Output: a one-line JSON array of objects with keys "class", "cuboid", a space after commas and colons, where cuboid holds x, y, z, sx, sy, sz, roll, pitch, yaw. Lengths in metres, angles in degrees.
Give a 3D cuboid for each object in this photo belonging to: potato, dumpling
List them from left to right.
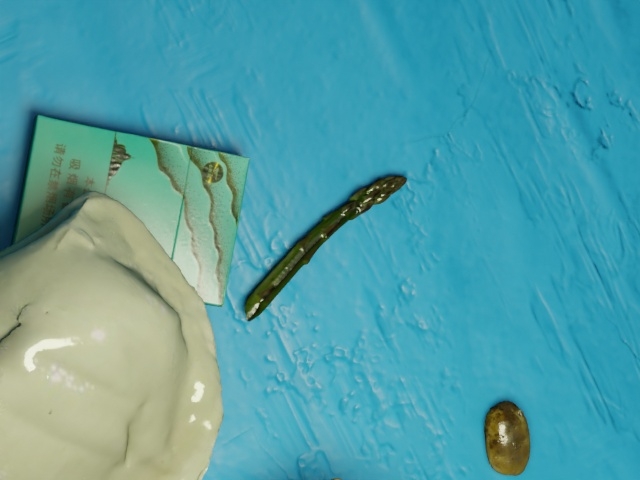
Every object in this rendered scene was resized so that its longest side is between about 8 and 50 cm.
[{"class": "dumpling", "cuboid": [-0.251, 0.169, 1.719, 0.315, 0.233, 0.395, 42, 77, -10]}, {"class": "potato", "cuboid": [0.205, 0.217, 1.949, 0.051, 0.040, 0.083, -9, 91, -10]}]

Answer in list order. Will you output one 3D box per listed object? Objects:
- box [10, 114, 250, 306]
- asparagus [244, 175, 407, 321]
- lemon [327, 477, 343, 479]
[{"class": "box", "cuboid": [-0.196, -0.029, 1.836, 0.226, 0.042, 0.161, 11, 88, -15]}, {"class": "asparagus", "cuboid": [0.001, 0.000, 1.899, 0.236, 0.027, 0.034, -42, 105, -12]}, {"class": "lemon", "cuboid": [0.018, 0.381, 1.793, 0.267, 0.267, 0.267, 0, 90, -16]}]
